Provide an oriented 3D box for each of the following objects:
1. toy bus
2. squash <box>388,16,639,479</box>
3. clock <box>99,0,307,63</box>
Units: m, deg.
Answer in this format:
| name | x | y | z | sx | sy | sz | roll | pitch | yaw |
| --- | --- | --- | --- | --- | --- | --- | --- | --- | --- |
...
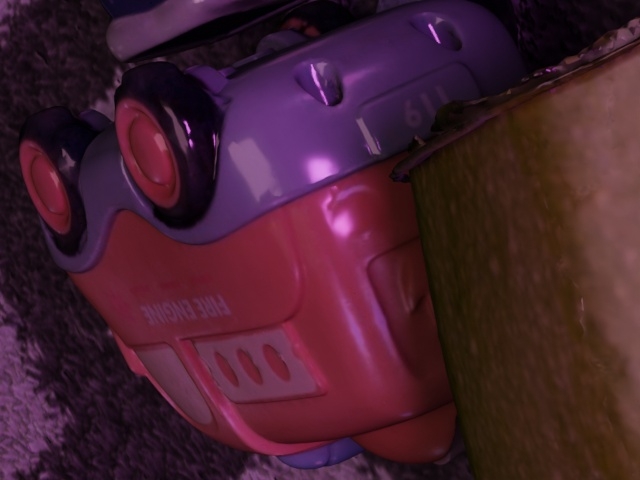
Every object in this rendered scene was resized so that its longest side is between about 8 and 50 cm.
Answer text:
| name | x | y | z | sx | sy | sz | roll | pitch | yaw |
| --- | --- | --- | --- | --- | --- | --- | --- | --- | --- |
| toy bus | 0.000 | 0.000 | 0.925 | 0.287 | 0.194 | 0.232 | -15 | 102 | 61 |
| squash | 0.194 | 0.100 | 0.704 | 0.263 | 0.263 | 0.384 | -22 | 84 | 46 |
| clock | -0.082 | -0.228 | 1.003 | 0.199 | 0.146 | 0.243 | -14 | 97 | 51 |
